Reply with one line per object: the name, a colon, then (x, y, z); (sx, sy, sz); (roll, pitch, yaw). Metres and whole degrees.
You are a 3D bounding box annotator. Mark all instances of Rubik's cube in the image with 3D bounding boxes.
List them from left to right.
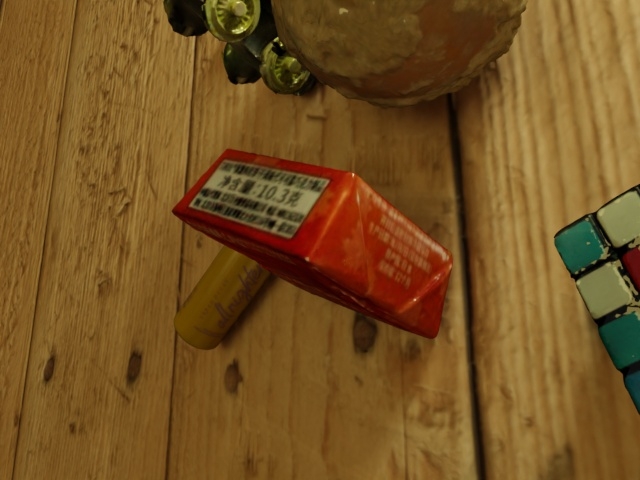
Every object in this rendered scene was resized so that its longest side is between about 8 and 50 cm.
Rubik's cube: (0.290, 0.036, 0.455); (0.151, 0.155, 0.154); (-37, 54, 31)

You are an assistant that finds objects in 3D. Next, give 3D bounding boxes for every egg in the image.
egg: (0.076, -0.277, 0.694); (0.310, 0.279, 0.279); (28, 98, 58)

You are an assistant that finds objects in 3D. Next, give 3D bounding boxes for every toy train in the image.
toy train: (-0.086, -0.316, 0.871); (0.134, 0.261, 0.177); (25, 82, 45)

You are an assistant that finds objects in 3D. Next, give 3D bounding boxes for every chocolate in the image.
chocolate: (0.000, 0.000, 0.703); (0.238, 0.235, 0.107); (19, 81, 46)

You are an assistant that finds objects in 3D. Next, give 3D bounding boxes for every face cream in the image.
face cream: (-0.108, 0.034, 0.902); (0.273, 0.078, 0.078); (-53, 48, 19)
